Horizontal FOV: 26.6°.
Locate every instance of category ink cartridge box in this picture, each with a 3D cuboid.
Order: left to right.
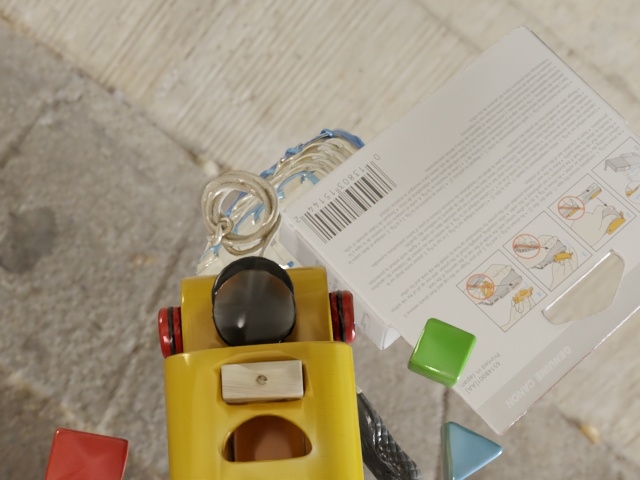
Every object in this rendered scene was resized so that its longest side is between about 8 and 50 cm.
[{"bbox_3d":[0.157,-0.010,1.164,0.296,0.066,0.261,-39,73,-18],"label":"ink cartridge box"}]

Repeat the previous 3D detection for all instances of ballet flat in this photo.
[{"bbox_3d":[0.068,0.247,1.683,0.173,0.057,0.049,58,36,-9],"label":"ballet flat"}]

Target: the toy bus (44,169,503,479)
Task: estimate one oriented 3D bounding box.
[{"bbox_3d":[-0.026,0.078,0.634,0.202,0.191,0.104,39,-11,8],"label":"toy bus"}]

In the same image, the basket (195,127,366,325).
[{"bbox_3d":[0.000,0.000,1.513,0.201,0.255,0.289,47,25,-5],"label":"basket"}]
